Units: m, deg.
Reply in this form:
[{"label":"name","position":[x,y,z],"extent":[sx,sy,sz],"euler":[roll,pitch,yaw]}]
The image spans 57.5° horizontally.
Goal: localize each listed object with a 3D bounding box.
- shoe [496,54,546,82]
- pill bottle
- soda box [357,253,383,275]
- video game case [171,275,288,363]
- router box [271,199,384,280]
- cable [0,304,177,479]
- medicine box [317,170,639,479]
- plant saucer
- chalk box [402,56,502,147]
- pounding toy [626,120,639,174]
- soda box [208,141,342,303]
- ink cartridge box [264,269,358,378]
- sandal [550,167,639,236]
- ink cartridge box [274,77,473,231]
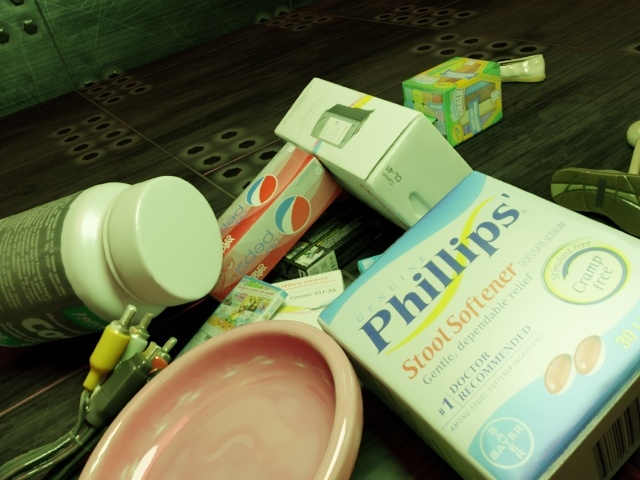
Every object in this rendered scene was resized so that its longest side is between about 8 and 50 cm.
[{"label":"shoe","position":[0.440,-0.420,1.440],"extent":[0.219,0.058,0.076],"euler":[2,36,22]},{"label":"pill bottle","position":[-0.338,0.033,0.851],"extent":[0.361,0.204,0.204],"euler":[-14,30,26]},{"label":"soda box","position":[0.165,0.045,0.836],"extent":[0.210,0.071,0.067],"euler":[-16,33,-3]},{"label":"video game case","position":[-0.127,0.124,0.804],"extent":[0.166,0.015,0.119],"euler":[-51,29,-17]},{"label":"router box","position":[0.000,0.000,0.986],"extent":[0.179,0.046,0.133],"euler":[-36,39,-30]},{"label":"cable","position":[-0.284,0.221,0.725],"extent":[0.072,0.139,0.287],"euler":[30,73,41]},{"label":"medicine box","position":[0.191,0.101,0.609],"extent":[0.263,0.149,0.289],"euler":[-42,42,-11]},{"label":"plant saucer","position":[-0.099,0.228,0.593],"extent":[0.332,0.084,0.332],"euler":[-24,30,15]},{"label":"chalk box","position":[0.263,-0.287,1.239],"extent":[0.213,0.132,0.132],"euler":[-30,36,-23]},{"label":"pounding toy","position":[0.646,-0.160,0.966],"extent":[0.237,0.110,0.183],"euler":[-24,32,43]},{"label":"soda box","position":[-0.093,-0.023,0.918],"extent":[0.263,0.092,0.083],"euler":[-49,43,-3]},{"label":"ink cartridge box","position":[-0.017,0.110,0.808],"extent":[0.115,0.067,0.198],"euler":[-12,33,4]},{"label":"sandal","position":[0.462,-0.064,0.901],"extent":[0.060,0.090,0.219],"euler":[-8,19,-33]},{"label":"ink cartridge box","position":[0.094,-0.129,0.953],"extent":[0.131,0.226,0.306],"euler":[-54,37,0]}]
